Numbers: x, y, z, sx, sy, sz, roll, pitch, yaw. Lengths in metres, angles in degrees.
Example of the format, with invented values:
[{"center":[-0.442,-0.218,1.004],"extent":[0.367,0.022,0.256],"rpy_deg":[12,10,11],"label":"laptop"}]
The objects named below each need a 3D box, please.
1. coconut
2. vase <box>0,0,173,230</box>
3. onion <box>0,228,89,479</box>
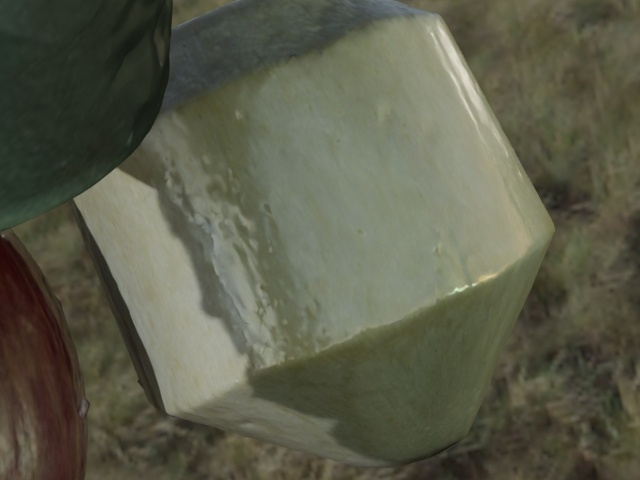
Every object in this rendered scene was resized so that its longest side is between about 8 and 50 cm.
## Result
[{"center":[0.000,0.000,0.652],"extent":[0.202,0.222,0.202],"rpy_deg":[-24,-2,-1],"label":"coconut"},{"center":[-0.113,-0.158,0.367],"extent":[0.245,0.291,0.245],"rpy_deg":[4,41,-4],"label":"vase"},{"center":[-0.258,0.019,0.604],"extent":[0.347,0.385,0.348],"rpy_deg":[12,-4,1],"label":"onion"}]
